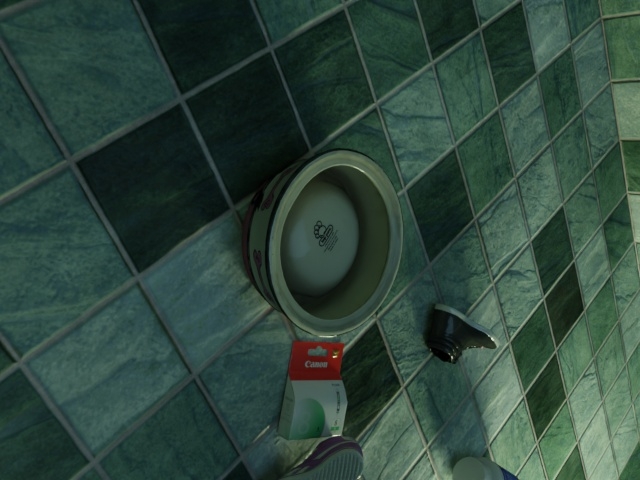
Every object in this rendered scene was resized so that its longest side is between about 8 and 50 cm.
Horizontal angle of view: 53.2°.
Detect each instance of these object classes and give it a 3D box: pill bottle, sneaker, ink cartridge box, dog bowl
[{"bbox_3d":[0.533,0.783,2.042,0.272,0.152,0.152,40,69,-39],"label":"pill bottle"},{"bbox_3d":[0.416,0.305,1.899,0.295,0.104,0.147,31,77,-35],"label":"sneaker"},{"bbox_3d":[-0.006,0.361,1.544,0.180,0.056,0.225,11,90,-44],"label":"ink cartridge box"},{"bbox_3d":[-0.026,0.559,1.514,0.282,0.161,0.102,-26,96,0],"label":"sneaker"},{"bbox_3d":[0.000,0.000,1.427,0.407,0.150,0.408,-8,103,-41],"label":"dog bowl"}]
